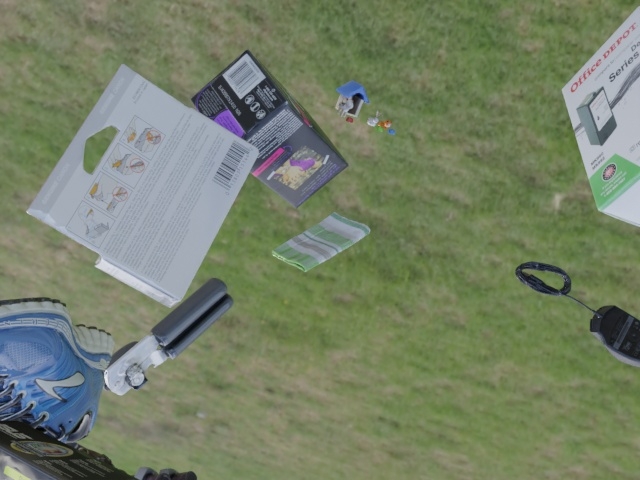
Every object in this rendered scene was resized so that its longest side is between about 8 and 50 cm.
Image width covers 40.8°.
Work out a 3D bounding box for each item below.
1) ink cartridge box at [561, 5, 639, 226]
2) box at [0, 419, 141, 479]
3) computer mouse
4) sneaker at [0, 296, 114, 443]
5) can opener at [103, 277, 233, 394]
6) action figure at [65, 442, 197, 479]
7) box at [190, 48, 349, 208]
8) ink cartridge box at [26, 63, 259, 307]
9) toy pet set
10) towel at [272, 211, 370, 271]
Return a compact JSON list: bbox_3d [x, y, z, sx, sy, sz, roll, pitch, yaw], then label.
[{"bbox_3d":[0.526,-0.200,1.394,0.121,0.289,0.211,16,138,-22],"label":"ink cartridge box"},{"bbox_3d":[-0.178,0.251,0.550,0.270,0.216,0.060,7,173,43],"label":"box"},{"bbox_3d":[0.392,0.109,1.270,0.242,0.071,0.041,36,155,11],"label":"computer mouse"},{"bbox_3d":[-0.294,0.144,0.851,0.130,0.147,0.330,-6,162,10],"label":"sneaker"},{"bbox_3d":[-0.281,0.168,1.548,0.093,0.280,0.074,33,154,40],"label":"can opener"},{"bbox_3d":[-0.355,0.416,1.484,0.285,0.099,0.185,-2,150,38],"label":"action figure"},{"bbox_3d":[-0.089,-0.201,1.608,0.165,0.143,0.270,55,-171,30],"label":"box"},{"bbox_3d":[-0.271,-0.086,1.345,0.261,0.296,0.066,32,154,-15],"label":"ink cartridge box"},{"bbox_3d":[0.088,-0.274,1.737,0.122,0.065,0.114,10,-159,-35],"label":"toy pet set"},{"bbox_3d":[0.000,0.000,1.548,0.113,0.152,0.023,21,134,51],"label":"towel"}]
